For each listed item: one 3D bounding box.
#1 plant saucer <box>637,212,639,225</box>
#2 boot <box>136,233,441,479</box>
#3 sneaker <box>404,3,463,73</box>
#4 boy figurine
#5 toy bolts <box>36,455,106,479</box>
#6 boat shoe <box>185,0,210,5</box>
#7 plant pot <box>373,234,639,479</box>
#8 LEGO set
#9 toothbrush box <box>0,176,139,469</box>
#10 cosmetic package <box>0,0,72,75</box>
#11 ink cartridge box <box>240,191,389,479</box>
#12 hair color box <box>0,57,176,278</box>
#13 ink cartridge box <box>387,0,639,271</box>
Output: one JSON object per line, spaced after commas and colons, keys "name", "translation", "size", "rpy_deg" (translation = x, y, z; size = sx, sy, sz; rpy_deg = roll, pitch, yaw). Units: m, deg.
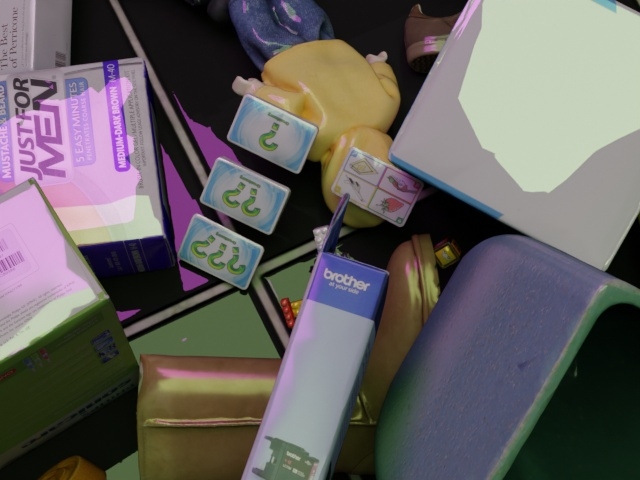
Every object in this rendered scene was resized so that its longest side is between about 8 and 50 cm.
{"name": "plant saucer", "translation": [0.360, 0.013, 1.075], "size": [0.081, 0.333, 0.333], "rpy_deg": [-7, 71, -8]}
{"name": "boot", "translation": [-0.027, 0.113, 1.115], "size": [0.269, 0.089, 0.236], "rpy_deg": [-1, 99, 0]}
{"name": "sneaker", "translation": [0.179, -0.215, 1.291], "size": [0.188, 0.066, 0.071], "rpy_deg": [-3, 70, -4]}
{"name": "boy figurine", "translation": [0.006, -0.142, 1.246], "size": [0.177, 0.092, 0.285], "rpy_deg": [-22, 75, -34]}
{"name": "toy bolts", "translation": [-0.191, 0.299, 1.048], "size": [0.158, 0.228, 0.218], "rpy_deg": [51, 49, -15]}
{"name": "boat shoe", "translation": [-0.208, -0.311, 1.295], "size": [0.254, 0.095, 0.079], "rpy_deg": [42, 74, 14]}
{"name": "plant pot", "translation": [0.182, 0.135, 0.968], "size": [0.247, 0.252, 0.247], "rpy_deg": [25, 99, -25]}
{"name": "LEGO set", "translation": [0.000, 0.000, 1.168], "size": [0.244, 0.060, 0.182], "rpy_deg": [27, 110, 4]}
{"name": "toothbrush box", "translation": [-0.274, 0.093, 1.053], "size": [0.206, 0.283, 0.122], "rpy_deg": [-32, 74, -12]}
{"name": "cosmetic package", "translation": [-0.298, -0.270, 1.252], "size": [0.098, 0.060, 0.239], "rpy_deg": [-4, 82, 30]}
{"name": "ink cartridge box", "translation": [-0.011, 0.139, 0.940], "size": [0.065, 0.186, 0.311], "rpy_deg": [15, 67, 3]}
{"name": "hair color box", "translation": [-0.318, -0.050, 1.196], "size": [0.338, 0.110, 0.185], "rpy_deg": [-9, 72, -3]}
{"name": "ink cartridge box", "translation": [0.197, -0.107, 1.119], "size": [0.198, 0.270, 0.197], "rpy_deg": [29, 96, 5]}
